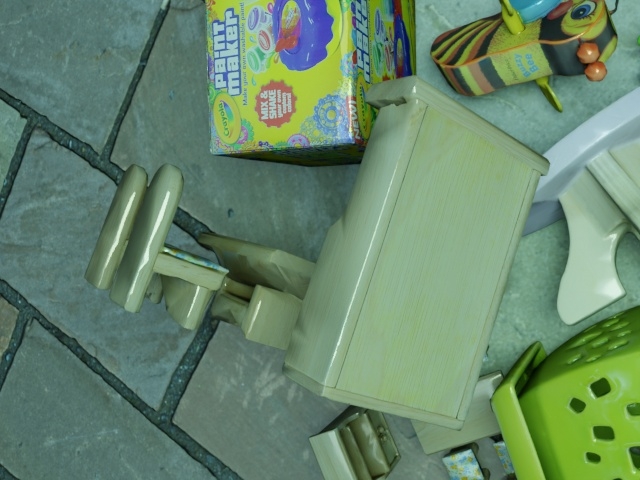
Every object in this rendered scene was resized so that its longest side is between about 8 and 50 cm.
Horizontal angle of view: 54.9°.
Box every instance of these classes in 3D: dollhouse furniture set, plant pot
[{"bbox_3d":[0.000,0.000,0.666,0.394,0.362,0.257,11,80,59],"label":"dollhouse furniture set"},{"bbox_3d":[0.134,0.248,0.805,0.242,0.161,0.212,-26,83,22],"label":"dollhouse furniture set"},{"bbox_3d":[0.329,0.212,0.692,0.207,0.228,0.227,-21,86,28],"label":"plant pot"}]

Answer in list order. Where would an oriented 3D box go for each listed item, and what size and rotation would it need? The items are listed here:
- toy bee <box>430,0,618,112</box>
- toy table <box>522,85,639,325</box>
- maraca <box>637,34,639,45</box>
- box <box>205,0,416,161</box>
[{"bbox_3d":[0.258,-0.237,0.698,0.195,0.162,0.298,29,140,-20],"label":"toy bee"},{"bbox_3d":[0.340,-0.041,0.670,0.274,0.252,0.161,-43,61,30],"label":"toy table"},{"bbox_3d":[0.451,-0.220,0.672,0.185,0.099,0.127,-6,125,29],"label":"maraca"},{"bbox_3d":[0.002,-0.246,0.765,0.176,0.279,0.290,0,94,23],"label":"box"}]
